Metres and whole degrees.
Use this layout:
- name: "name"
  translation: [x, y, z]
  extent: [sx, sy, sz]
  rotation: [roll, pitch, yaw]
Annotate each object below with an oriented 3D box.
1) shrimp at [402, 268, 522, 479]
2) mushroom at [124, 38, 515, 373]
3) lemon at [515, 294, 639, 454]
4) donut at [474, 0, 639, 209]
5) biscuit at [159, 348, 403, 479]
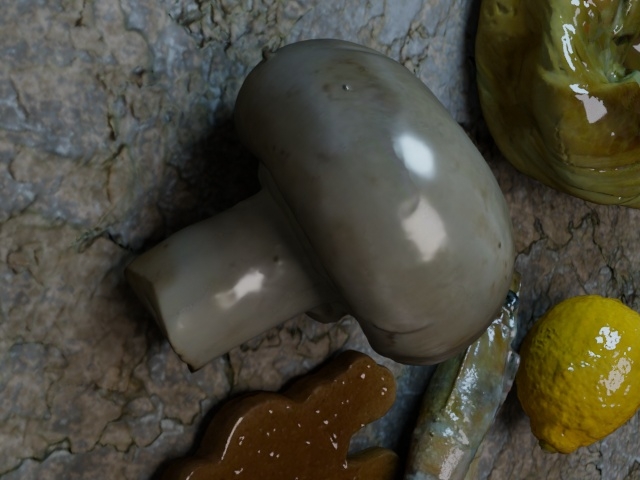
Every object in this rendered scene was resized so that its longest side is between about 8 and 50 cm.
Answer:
- name: "shrimp"
  translation: [0.145, 0.172, 1.231]
  extent: [0.168, 0.077, 0.317]
  rotation: [69, 43, -62]
- name: "mushroom"
  translation: [0.000, 0.000, 0.986]
  extent: [0.290, 0.292, 0.292]
  rotation: [-33, 123, 3]
- name: "lemon"
  translation: [0.277, 0.140, 1.296]
  extent: [0.142, 0.142, 0.187]
  rotation: [40, 73, -38]
- name: "donut"
  translation: [0.306, -0.196, 1.249]
  extent: [0.360, 0.170, 0.360]
  rotation: [-6, 99, -41]
- name: "biscuit"
  translation: [-0.040, 0.213, 1.091]
  extent: [0.295, 0.044, 0.186]
  rotation: [-15, 104, -41]
